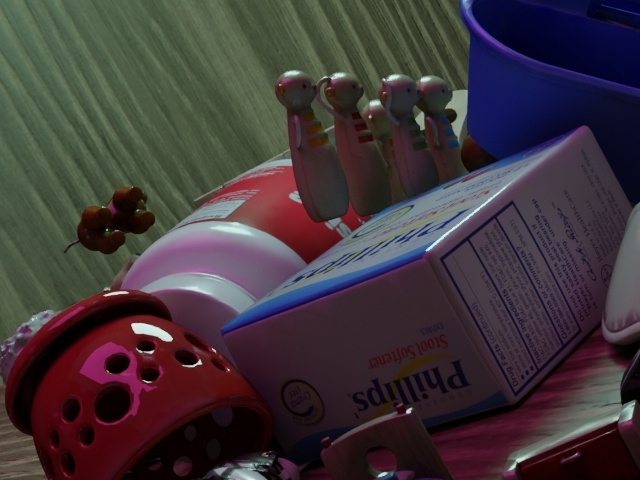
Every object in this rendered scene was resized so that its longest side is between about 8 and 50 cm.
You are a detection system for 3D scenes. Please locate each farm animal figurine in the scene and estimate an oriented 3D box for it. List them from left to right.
[{"bbox_3d":[-0.186,0.103,2.146,0.172,0.330,0.326,-16,44,61],"label":"farm animal figurine"}]

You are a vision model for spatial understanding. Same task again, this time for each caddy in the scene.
[{"bbox_3d":[0.297,-0.177,1.730,0.341,0.179,0.241,16,42,12],"label":"caddy"}]

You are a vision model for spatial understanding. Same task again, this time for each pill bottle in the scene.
[{"bbox_3d":[-0.071,0.069,1.847,0.229,0.229,0.407,-26,8,22],"label":"pill bottle"}]

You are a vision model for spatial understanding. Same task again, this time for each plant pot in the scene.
[{"bbox_3d":[-0.162,0.148,1.564,0.191,0.174,0.191,-29,-32,-20],"label":"plant pot"}]

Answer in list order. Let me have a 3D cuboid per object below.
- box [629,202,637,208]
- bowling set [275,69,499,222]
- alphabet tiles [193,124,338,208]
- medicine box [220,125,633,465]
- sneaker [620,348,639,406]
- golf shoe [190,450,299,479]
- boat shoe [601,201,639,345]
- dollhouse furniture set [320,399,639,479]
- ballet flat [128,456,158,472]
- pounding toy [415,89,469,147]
[{"bbox_3d":[0.261,-0.050,1.880,0.275,0.113,0.094,-29,6,-11],"label":"box"},{"bbox_3d":[0.095,-0.118,1.852,0.200,0.154,0.287,-16,-2,19],"label":"bowling set"},{"bbox_3d":[0.000,0.000,2.073,0.198,0.237,0.009,-28,26,13],"label":"alphabet tiles"},{"bbox_3d":[0.108,0.050,1.605,0.263,0.149,0.289,-23,8,42],"label":"medicine box"},{"bbox_3d":[0.232,0.098,1.107,0.077,0.072,0.178,-44,7,-24],"label":"sneaker"},{"bbox_3d":[-0.052,0.200,1.454,0.094,0.077,0.198,-31,8,-22],"label":"golf shoe"},{"bbox_3d":[0.286,0.034,1.368,0.099,0.116,0.319,14,-2,-3],"label":"boat shoe"},{"bbox_3d":[0.091,0.153,0.998,0.184,0.129,0.129,-26,7,19],"label":"dollhouse furniture set"},{"bbox_3d":[-0.191,0.212,1.964,0.203,0.074,0.074,-23,9,24],"label":"ballet flat"},{"bbox_3d":[0.182,-0.076,2.253,0.154,0.155,0.269,-38,36,14],"label":"pounding toy"}]
